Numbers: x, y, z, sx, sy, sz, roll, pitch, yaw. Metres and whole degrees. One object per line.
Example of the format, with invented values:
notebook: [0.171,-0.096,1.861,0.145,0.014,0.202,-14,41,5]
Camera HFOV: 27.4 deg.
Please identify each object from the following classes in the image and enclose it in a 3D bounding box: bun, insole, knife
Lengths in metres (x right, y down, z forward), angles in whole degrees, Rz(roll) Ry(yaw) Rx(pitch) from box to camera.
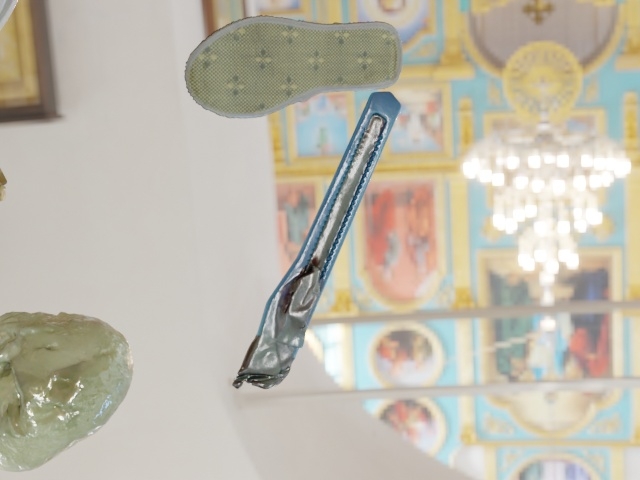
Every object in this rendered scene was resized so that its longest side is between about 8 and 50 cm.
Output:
bun: [-0.322,0.151,1.472,0.212,0.126,0.204,-38,-142,-17]
insole: [-0.021,-0.195,1.448,0.322,0.109,0.007,-11,-165,-41]
knife: [0.000,0.000,1.155,0.044,0.297,0.026,24,172,-3]

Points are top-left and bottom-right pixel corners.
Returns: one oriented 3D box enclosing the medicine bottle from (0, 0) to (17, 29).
medicine bottle: [-0.484,-0.352,1.528,0.296,0.161,0.111,24,-173,19]

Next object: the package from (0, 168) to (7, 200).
package: [-0.441,-0.066,1.546,0.131,0.071,0.047,-19,165,-20]
